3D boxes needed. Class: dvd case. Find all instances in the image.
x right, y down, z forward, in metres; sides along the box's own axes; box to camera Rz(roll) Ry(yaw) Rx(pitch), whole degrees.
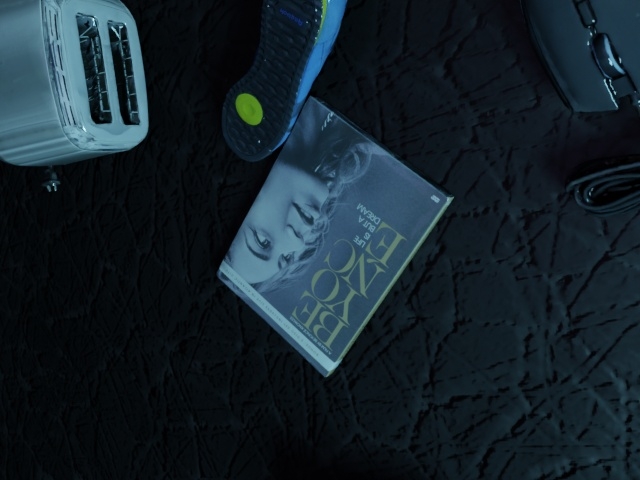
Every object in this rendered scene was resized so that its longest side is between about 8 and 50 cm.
[{"bbox_3d":[0.000,0.000,0.561,0.164,0.018,0.221,40,117,19],"label":"dvd case"}]

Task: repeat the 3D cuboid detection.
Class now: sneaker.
[{"bbox_3d":[-0.028,-0.158,0.532,0.069,0.082,0.209,37,135,5],"label":"sneaker"}]

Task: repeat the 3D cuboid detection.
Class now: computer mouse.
[{"bbox_3d":[0.209,-0.147,0.357,0.184,0.060,0.262,-9,95,49],"label":"computer mouse"}]

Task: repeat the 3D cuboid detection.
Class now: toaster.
[{"bbox_3d":[-0.282,-0.171,0.639,0.147,0.129,0.226,-2,96,29],"label":"toaster"}]
